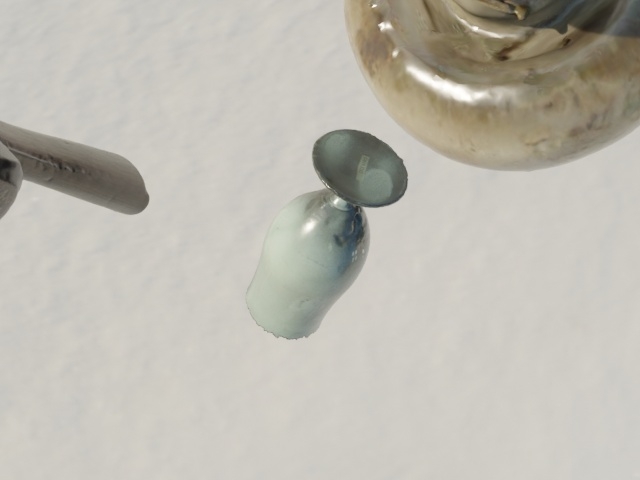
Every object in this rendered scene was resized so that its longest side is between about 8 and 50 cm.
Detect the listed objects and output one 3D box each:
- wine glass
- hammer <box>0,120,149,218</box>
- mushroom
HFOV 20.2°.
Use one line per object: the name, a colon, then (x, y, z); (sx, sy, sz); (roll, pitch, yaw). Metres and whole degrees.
wine glass: (0.000, 0.000, 1.584); (0.093, 0.202, 0.093); (12, 48, -14)
hammer: (-0.279, -0.087, 1.610); (0.242, 0.409, 0.095); (46, 105, 24)
mushroom: (0.195, -0.252, 1.749); (0.362, 0.294, 0.362); (-5, 70, 15)
